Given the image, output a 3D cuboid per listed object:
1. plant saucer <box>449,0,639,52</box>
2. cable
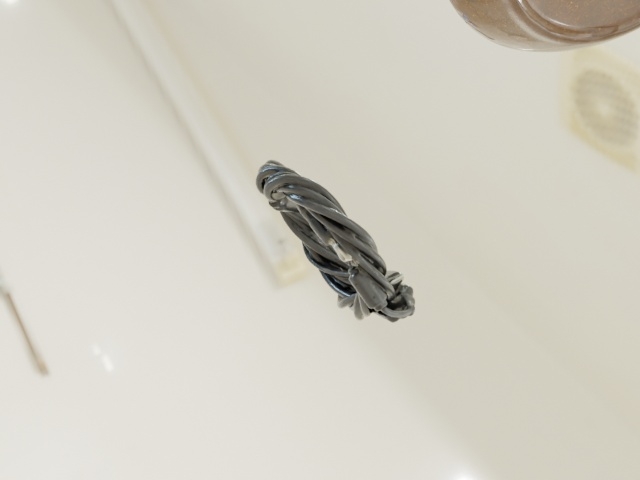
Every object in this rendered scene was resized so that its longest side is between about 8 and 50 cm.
[{"bbox_3d":[0.130,-0.151,0.689,0.029,0.168,0.168,52,-21,44],"label":"plant saucer"},{"bbox_3d":[0.000,0.000,1.202,0.150,0.047,0.184,47,-5,-17],"label":"cable"}]
